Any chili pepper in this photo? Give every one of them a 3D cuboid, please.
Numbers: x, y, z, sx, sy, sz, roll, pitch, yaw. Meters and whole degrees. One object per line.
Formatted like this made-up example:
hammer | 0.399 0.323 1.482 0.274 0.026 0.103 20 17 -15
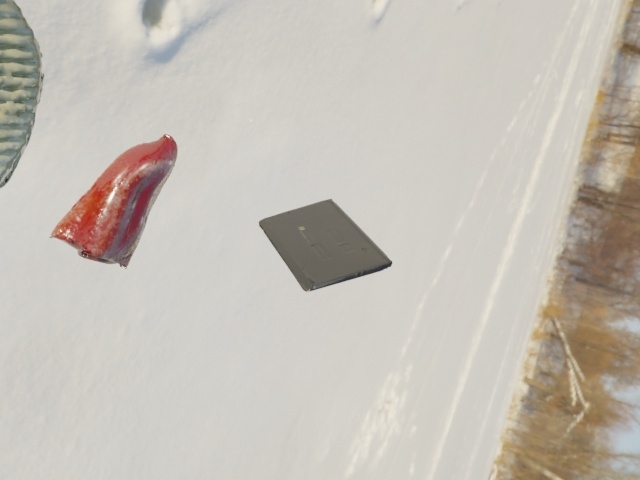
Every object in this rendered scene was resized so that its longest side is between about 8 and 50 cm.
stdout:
chili pepper | -0.330 -0.077 0.941 0.144 0.136 0.253 33 88 -42

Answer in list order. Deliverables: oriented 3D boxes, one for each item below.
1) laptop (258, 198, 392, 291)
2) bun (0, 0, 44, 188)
laptop | 0.000 0.000 0.827 0.135 0.197 0.016 -16 126 -20
bun | -0.510 -0.201 0.651 0.359 0.210 0.360 17 90 -74
